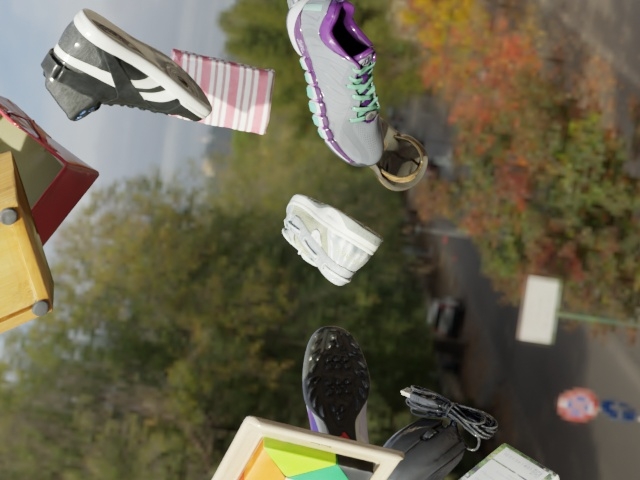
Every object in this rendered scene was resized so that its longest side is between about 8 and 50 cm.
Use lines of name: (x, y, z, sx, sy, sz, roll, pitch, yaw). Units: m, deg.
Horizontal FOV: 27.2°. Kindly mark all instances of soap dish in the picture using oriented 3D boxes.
soap dish: (-0.485, 0.042, 1.658, 0.118, 0.290, 0.229, 46, 153, 44)

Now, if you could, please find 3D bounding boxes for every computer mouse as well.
computer mouse: (0.158, 0.362, 2.256, 0.272, 0.188, 0.072, -50, -39, -25)

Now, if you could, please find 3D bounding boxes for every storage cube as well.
storage cube: (-0.456, -0.083, 1.861, 0.215, 0.183, 0.193, -52, -4, 3)

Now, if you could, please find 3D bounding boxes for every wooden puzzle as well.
wooden puzzle: (-0.030, 0.331, 1.788, 0.239, 0.220, 0.044, 120, 159, -44)

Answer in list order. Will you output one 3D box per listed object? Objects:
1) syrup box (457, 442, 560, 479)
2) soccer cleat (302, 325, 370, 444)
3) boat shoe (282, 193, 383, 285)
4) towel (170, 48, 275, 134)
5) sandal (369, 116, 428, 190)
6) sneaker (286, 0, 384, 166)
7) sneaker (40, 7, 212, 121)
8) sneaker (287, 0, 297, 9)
syrup box: (0.161, 0.341, 1.457, 0.093, 0.237, 0.096, 26, 147, 53)
soccer cleat: (0.024, 0.291, 2.018, 0.116, 0.108, 0.318, 127, 136, -63)
boat shoe: (0.002, 0.001, 2.092, 0.103, 0.118, 0.320, -59, 20, -3)
towel: (-0.184, -0.275, 2.431, 0.029, 0.197, 0.144, -79, 1, -48)
sandal: (0.117, -0.126, 1.948, 0.219, 0.060, 0.090, 36, -107, -62)
sneaker: (0.035, -0.185, 1.575, 0.098, 0.083, 0.224, 6, 127, 53)
sneaker: (-0.240, -0.178, 1.576, 0.121, 0.217, 0.079, -43, 42, 16)
sneaker: (0.009, -0.425, 2.070, 0.297, 0.129, 0.111, 91, 167, -49)
